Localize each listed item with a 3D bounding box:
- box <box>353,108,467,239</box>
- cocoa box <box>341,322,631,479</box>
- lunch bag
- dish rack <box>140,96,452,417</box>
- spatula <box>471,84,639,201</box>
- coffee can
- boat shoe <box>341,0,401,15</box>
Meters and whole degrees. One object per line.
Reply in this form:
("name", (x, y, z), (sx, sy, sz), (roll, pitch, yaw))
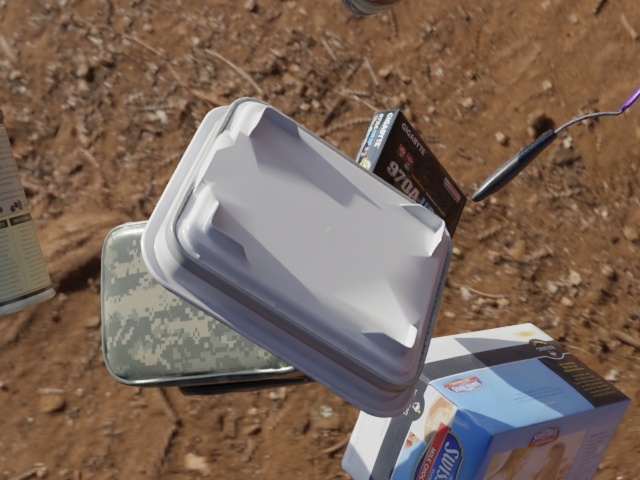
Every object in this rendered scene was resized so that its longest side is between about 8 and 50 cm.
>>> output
("box", (0.120, -0.054, 1.609), (0.051, 0.220, 0.175), (0, 56, 39))
("cocoa box", (0.253, 0.291, 1.676), (0.228, 0.347, 0.231), (39, 120, 39))
("lunch bag", (-0.082, 0.080, 1.371), (0.305, 0.256, 0.212), (-8, 81, 22))
("dish rack", (0.000, 0.000, 1.170), (0.333, 0.285, 0.072), (32, 136, -12))
("spatula", (0.303, -0.134, 1.322), (0.296, 0.084, 0.030), (-33, 87, 6))
("coffee can", (-0.505, -0.026, 1.547), (0.201, 0.201, 0.275), (-14, 96, 20))
("boat shoe", (0.146, -0.362, 1.286), (0.116, 0.324, 0.123), (-19, 110, 52))
